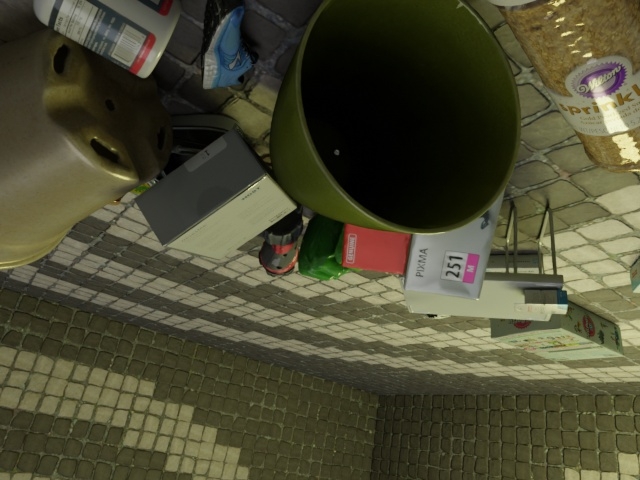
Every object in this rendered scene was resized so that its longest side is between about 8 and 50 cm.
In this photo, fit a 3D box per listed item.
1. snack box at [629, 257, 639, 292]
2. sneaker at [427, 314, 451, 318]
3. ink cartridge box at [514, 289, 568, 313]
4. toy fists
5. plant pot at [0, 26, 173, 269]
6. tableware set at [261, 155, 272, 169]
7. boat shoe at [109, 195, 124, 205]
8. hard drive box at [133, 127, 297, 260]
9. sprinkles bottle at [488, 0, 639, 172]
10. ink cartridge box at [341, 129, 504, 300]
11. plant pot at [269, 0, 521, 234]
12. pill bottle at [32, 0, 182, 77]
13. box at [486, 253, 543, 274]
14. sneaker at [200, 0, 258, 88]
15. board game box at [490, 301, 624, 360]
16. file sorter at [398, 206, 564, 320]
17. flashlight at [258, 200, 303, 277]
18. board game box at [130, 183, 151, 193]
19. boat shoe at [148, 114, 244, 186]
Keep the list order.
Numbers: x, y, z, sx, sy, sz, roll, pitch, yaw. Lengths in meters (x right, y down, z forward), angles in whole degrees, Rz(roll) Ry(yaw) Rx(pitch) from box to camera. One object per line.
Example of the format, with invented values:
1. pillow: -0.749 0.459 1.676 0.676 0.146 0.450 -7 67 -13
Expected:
1. snack box: 0.811 0.055 0.941 0.322 0.060 0.187 3 155 16
2. sneaker: 0.385 0.182 1.364 0.106 0.078 0.234 18 153 -11
3. ink cartridge box: 0.382 0.107 0.845 0.083 0.028 0.048 -2 152 22
4. toy fists: 0.051 0.005 0.982 0.096 0.142 0.279 36 146 -26
5. plant pot: -0.402 -0.148 0.708 0.305 0.334 0.334 -14 148 23
6. tableware set: -0.055 -0.112 0.937 0.194 0.039 0.128 0 154 21
7. boat shoe: -0.506 -0.147 1.015 0.207 0.073 0.073 22 116 -33
8. hard drive box: -0.153 -0.060 0.788 0.181 0.089 0.232 -35 170 2
9. sprinkles bottle: 0.283 -0.205 0.505 0.121 0.121 0.355 -14 147 42
10. ink cartridge box: 0.159 -0.047 0.786 0.239 0.060 0.275 7 116 6
11. plant pot: 0.047 -0.133 0.632 0.275 0.275 0.293 20 169 -21
12. pill bottle: -0.266 -0.282 0.564 0.180 0.108 0.108 26 152 -30
13. box: 0.463 0.088 1.177 0.145 0.038 0.186 -2 152 25
14. sneaker: -0.115 -0.259 0.636 0.073 0.063 0.162 -1 164 -19
15. board game box: 0.683 0.266 1.414 0.303 0.097 0.224 22 152 -28
16. file sorter: 0.312 0.041 0.967 0.278 0.173 0.193 1 153 18
17. flashlight: -0.094 0.005 1.098 0.103 0.103 0.304 -2 164 -5
18. board game box: -0.322 -0.117 0.971 0.181 0.043 0.092 10 -165 0
19. boat shoe: -0.282 -0.149 0.865 0.306 0.105 0.113 3 155 15
